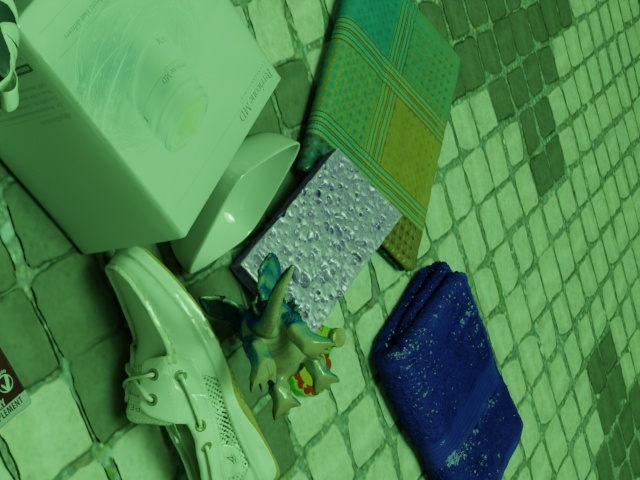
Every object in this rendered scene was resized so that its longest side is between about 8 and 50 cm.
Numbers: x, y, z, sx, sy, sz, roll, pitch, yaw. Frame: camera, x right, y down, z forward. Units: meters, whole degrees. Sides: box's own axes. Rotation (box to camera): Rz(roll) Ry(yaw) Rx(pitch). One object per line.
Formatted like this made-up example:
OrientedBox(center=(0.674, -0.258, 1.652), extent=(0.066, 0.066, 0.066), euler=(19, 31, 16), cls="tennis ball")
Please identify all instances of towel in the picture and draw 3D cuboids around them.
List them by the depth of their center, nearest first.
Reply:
OrientedBox(center=(0.086, -0.178, 1.291), extent=(0.271, 0.040, 0.370), euler=(41, 54, -41), cls="towel")
OrientedBox(center=(0.190, 0.207, 1.321), extent=(0.308, 0.076, 0.228), euler=(63, 39, -24), cls="towel")

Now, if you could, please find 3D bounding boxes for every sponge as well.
OrientedBox(center=(0.000, 0.000, 1.085), extent=(0.117, 0.031, 0.210), euler=(47, 56, -13), cls="sponge")

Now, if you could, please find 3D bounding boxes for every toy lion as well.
OrientedBox(center=(-0.016, 0.126, 1.095), extent=(0.100, 0.034, 0.096), euler=(52, 52, -34), cls="toy lion")

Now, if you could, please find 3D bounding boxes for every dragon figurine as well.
OrientedBox(center=(-0.055, 0.070, 0.880), extent=(0.144, 0.085, 0.289), euler=(55, -6, 28), cls="dragon figurine")

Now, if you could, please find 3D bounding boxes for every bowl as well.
OrientedBox(center=(-0.093, -0.046, 0.952), extent=(0.053, 0.142, 0.142), euler=(37, 32, 10), cls="bowl")

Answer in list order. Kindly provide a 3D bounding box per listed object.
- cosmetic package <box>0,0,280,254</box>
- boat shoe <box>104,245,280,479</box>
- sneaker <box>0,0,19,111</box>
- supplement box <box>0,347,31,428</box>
OrientedBox(center=(-0.178, -0.147, 0.835), extent=(0.225, 0.138, 0.224), euler=(56, 43, -33), cls="cosmetic package")
OrientedBox(center=(-0.135, 0.135, 0.873), extent=(0.096, 0.098, 0.277), euler=(-33, 106, -23), cls="boat shoe")
OrientedBox(center=(-0.298, -0.099, 0.588), extent=(0.235, 0.094, 0.153), euler=(-10, 53, -27), cls="sneaker")
OrientedBox(center=(-0.317, 0.054, 0.655), extent=(0.130, 0.073, 0.239), euler=(-46, 119, -47), cls="supplement box")
